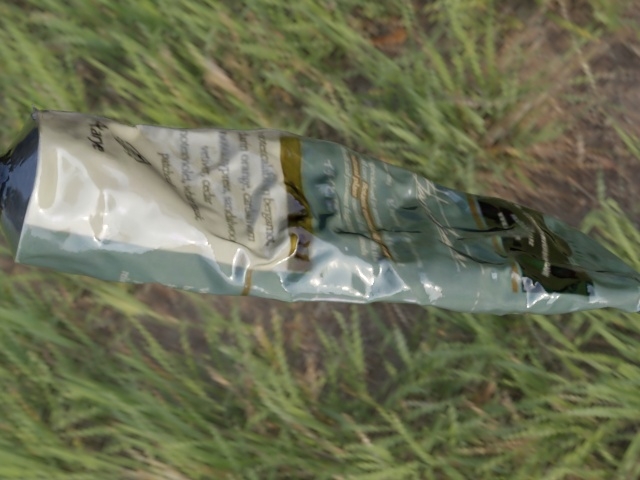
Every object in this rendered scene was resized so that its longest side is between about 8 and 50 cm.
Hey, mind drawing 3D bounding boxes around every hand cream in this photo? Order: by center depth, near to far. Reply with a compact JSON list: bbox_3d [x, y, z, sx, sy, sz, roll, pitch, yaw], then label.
[{"bbox_3d":[0.000,0.000,0.563,0.075,0.248,0.052,-107,34,-50],"label":"hand cream"}]
